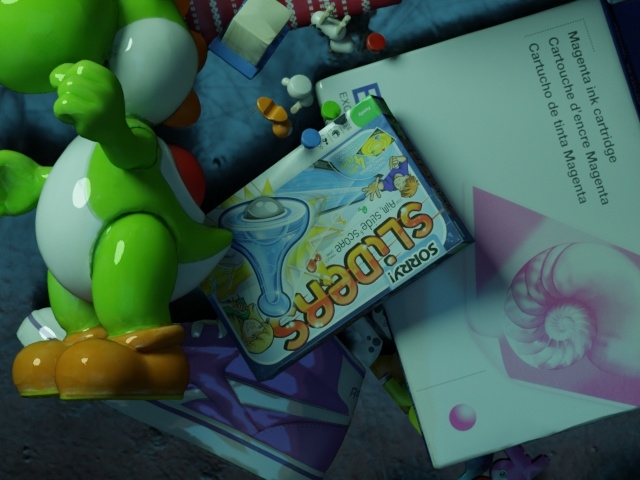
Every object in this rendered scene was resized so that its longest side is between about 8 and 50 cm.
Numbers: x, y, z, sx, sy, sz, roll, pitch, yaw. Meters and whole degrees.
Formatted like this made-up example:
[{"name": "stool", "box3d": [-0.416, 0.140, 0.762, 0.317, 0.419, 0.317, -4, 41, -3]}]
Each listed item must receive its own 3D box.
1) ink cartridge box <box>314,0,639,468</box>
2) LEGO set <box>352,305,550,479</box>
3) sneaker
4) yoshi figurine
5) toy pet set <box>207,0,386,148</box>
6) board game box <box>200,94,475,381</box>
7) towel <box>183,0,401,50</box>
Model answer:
[{"name": "ink cartridge box", "box3d": [0.197, -0.019, 1.235, 0.330, 0.071, 0.324, -18, 84, 2]}, {"name": "LEGO set", "box3d": [0.111, 0.123, 1.301, 0.093, 0.087, 0.227, -38, 86, -1]}, {"name": "sneaker", "box3d": [-0.098, 0.084, 1.285, 0.282, 0.102, 0.161, 26, 89, -13]}, {"name": "yoshi figurine", "box3d": [-0.186, -0.064, 1.136, 0.203, 0.203, 0.362, 0, 86, 13]}, {"name": "toy pet set", "box3d": [-0.030, -0.132, 1.209, 0.114, 0.065, 0.122, 36, 61, -2]}, {"name": "board game box", "box3d": [0.000, 0.000, 1.203, 0.201, 0.035, 0.136, -36, 78, 17]}, {"name": "towel", "box3d": [-0.080, -0.254, 1.227, 0.274, 0.031, 0.199, -13, 106, 1]}]
